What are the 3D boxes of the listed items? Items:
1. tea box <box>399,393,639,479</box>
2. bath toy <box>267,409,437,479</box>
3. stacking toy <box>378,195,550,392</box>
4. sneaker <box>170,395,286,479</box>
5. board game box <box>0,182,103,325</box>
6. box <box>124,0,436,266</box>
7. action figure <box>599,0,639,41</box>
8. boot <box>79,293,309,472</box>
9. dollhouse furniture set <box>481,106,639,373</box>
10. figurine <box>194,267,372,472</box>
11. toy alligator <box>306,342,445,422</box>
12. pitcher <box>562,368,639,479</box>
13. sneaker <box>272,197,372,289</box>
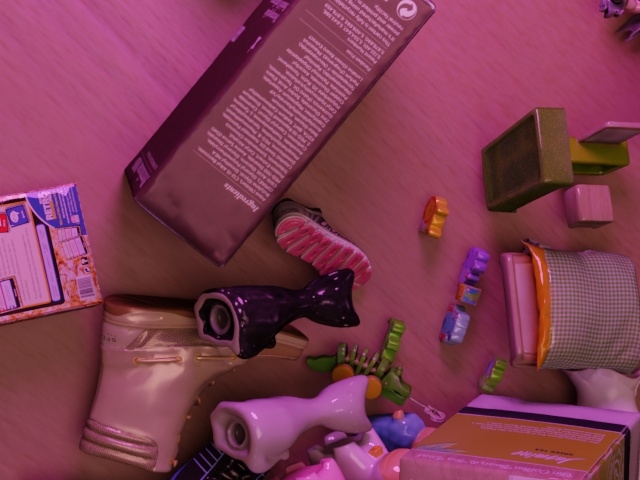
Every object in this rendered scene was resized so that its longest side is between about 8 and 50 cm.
[{"bbox_3d":[0.241,0.385,1.892,0.220,0.323,0.329,5,101,23],"label":"tea box"},{"bbox_3d":[0.019,0.319,1.870,0.348,0.151,0.129,-27,102,-48],"label":"bath toy"},{"bbox_3d":[0.182,0.072,2.028,0.167,0.052,0.221,19,91,-17],"label":"stacking toy"},{"bbox_3d":[-0.108,0.270,1.877,0.081,0.090,0.232,43,49,-9],"label":"sneaker"},{"bbox_3d":[-0.360,0.022,1.815,0.193,0.045,0.147,-11,85,-28],"label":"board game box"},{"bbox_3d":[-0.055,-0.170,1.822,0.143,0.191,0.381,37,93,-16],"label":"box"},{"bbox_3d":[0.399,-0.379,2.026,0.285,0.099,0.185,47,70,-20],"label":"action figure"},{"bbox_3d":[-0.152,0.178,1.907,0.262,0.095,0.203,8,99,-28],"label":"boot"},{"bbox_3d":[0.331,0.005,1.957,0.197,0.151,0.301,1,75,-23],"label":"dollhouse furniture set"},{"bbox_3d":[-0.027,0.146,1.853,0.209,0.092,0.215,-10,94,-39],"label":"figurine"},{"bbox_3d":[0.077,0.169,1.972,0.189,0.056,0.051,22,108,4],"label":"toy alligator"},{"bbox_3d":[0.399,0.269,2.085,0.177,0.125,0.207,1,84,-33],"label":"pitcher"},{"bbox_3d":[0.000,0.000,1.953,0.063,0.075,0.170,-42,130,16],"label":"sneaker"}]
